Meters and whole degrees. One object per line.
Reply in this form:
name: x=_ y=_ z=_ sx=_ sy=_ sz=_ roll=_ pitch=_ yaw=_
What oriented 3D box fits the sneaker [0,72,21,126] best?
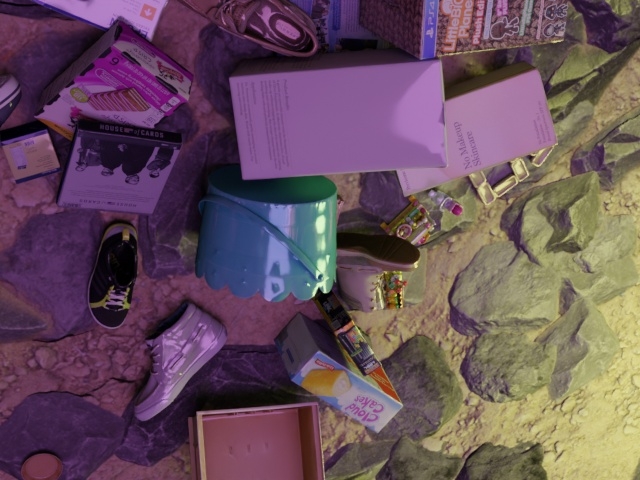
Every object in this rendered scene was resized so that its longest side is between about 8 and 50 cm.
sneaker: x=-0.604 y=-0.149 z=1.656 sx=0.321 sy=0.126 sz=0.127 roll=-33 pitch=119 yaw=13

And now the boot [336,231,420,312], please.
boot: x=0.117 y=0.072 z=1.992 sx=0.077 sy=0.213 sz=0.165 roll=-49 pitch=135 yaw=-41

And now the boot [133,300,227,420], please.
boot: x=-0.316 y=0.237 z=1.987 sx=0.258 sy=0.095 sz=0.123 roll=-47 pitch=116 yaw=-1

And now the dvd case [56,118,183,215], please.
dvd case: x=-0.358 y=-0.123 z=1.736 sx=0.179 sy=0.030 sz=0.239 roll=6 pitch=149 yaw=-22

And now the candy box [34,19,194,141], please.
candy box: x=-0.350 y=-0.244 z=1.660 sx=0.159 sy=0.071 sz=0.233 roll=34 pitch=133 yaw=-30

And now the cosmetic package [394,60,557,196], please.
cosmetic package: x=0.276 y=-0.215 z=1.883 sx=0.309 sy=0.113 sz=0.160 roll=-20 pitch=108 yaw=3

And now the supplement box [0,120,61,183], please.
supplement box: x=-0.507 y=-0.156 z=1.722 sx=0.083 sy=0.056 sz=0.083 roll=-17 pitch=121 yaw=-10

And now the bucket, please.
bucket: x=-0.097 y=-0.022 z=1.818 sx=0.281 sy=0.281 sz=0.183 roll=-2 pitch=111 yaw=-18

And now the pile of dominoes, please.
pile of dominoes: x=0.367 y=-0.214 z=2.021 sx=0.196 sy=0.040 sz=0.251 roll=-35 pitch=130 yaw=0

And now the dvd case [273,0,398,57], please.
dvd case: x=0.038 y=-0.411 z=1.798 sx=0.252 sy=0.022 sz=0.181 roll=-6 pitch=117 yaw=-16

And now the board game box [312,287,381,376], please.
board game box: x=0.050 y=0.180 z=2.026 sx=0.048 sy=0.170 sz=0.141 roll=-35 pitch=123 yaw=-1

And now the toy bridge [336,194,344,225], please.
toy bridge: x=0.000 y=0.000 z=1.977 sx=0.026 sy=0.063 sz=0.188 roll=17 pitch=109 yaw=-26

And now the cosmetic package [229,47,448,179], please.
cosmetic package: x=0.038 y=-0.226 z=1.736 sx=0.365 sy=0.155 sz=0.197 roll=-2 pitch=112 yaw=5

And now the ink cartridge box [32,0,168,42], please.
ink cartridge box: x=-0.362 y=-0.520 z=1.551 sx=0.324 sy=0.071 sz=0.330 roll=21 pitch=111 yaw=-17

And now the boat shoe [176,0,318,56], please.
boat shoe: x=-0.137 y=-0.402 z=1.683 sx=0.302 sy=0.098 sz=0.109 roll=26 pitch=108 yaw=-19

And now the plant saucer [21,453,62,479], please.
plant saucer: x=-0.581 y=0.474 z=2.053 sx=0.083 sy=0.015 sz=0.084 roll=-8 pitch=118 yaw=-15

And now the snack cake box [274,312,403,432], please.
snack cake box: x=0.039 y=0.280 z=2.086 sx=0.264 sy=0.152 sz=0.089 roll=36 pitch=102 yaw=-30

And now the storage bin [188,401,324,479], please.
storage bin: x=-0.136 y=0.484 z=2.078 sx=0.262 sy=0.123 sz=0.261 roll=-2 pitch=79 yaw=-19

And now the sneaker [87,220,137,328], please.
sneaker: x=-0.392 y=0.076 z=1.860 sx=0.084 sy=0.097 sz=0.235 roll=1 pitch=116 yaw=-19

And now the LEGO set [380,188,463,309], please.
LEGO set: x=0.185 y=0.029 z=2.030 sx=0.132 sy=0.107 sz=0.287 roll=17 pitch=110 yaw=-26

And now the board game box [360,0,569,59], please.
board game box: x=0.249 y=-0.429 z=1.719 sx=0.290 sy=0.232 sz=0.141 roll=-10 pitch=119 yaw=-21
